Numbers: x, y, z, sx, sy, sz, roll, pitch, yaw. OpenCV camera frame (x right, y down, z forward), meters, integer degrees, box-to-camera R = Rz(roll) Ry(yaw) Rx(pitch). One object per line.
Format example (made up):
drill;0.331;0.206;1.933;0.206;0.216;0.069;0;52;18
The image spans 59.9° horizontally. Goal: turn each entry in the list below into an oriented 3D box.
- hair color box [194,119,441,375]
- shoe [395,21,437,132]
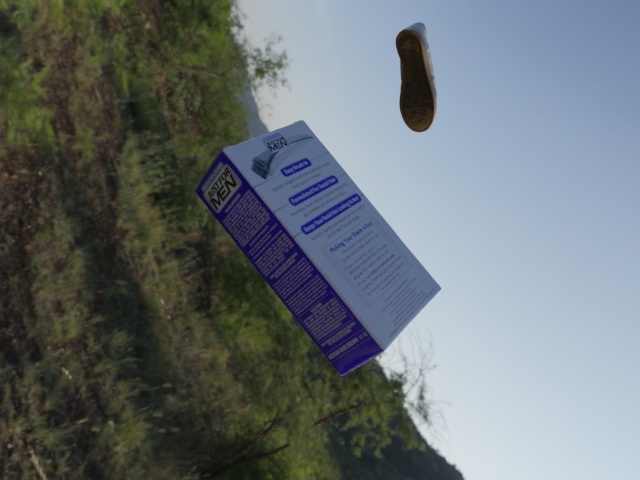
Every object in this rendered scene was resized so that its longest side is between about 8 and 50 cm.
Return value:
hair color box;0.000;0.000;0.808;0.339;0.185;0.110;52;-48;4
shoe;0.192;-0.313;1.079;0.058;0.077;0.219;-59;148;-39
